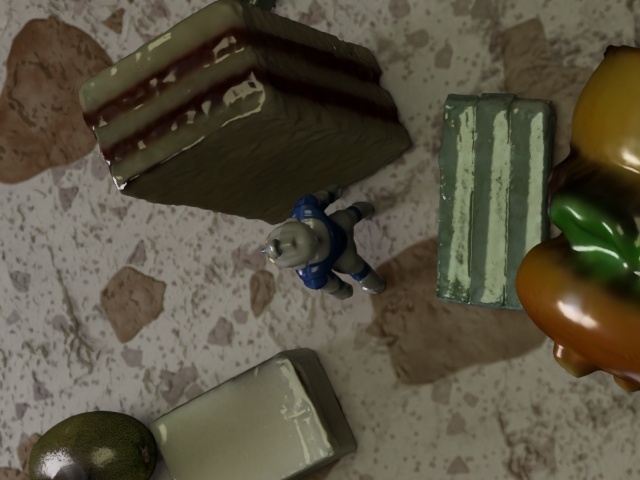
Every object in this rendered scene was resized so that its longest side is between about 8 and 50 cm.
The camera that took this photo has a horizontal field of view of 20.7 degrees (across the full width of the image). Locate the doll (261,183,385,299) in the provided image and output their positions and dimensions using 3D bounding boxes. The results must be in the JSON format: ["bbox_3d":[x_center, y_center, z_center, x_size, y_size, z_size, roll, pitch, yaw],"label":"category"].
[{"bbox_3d":[0.000,0.000,1.680,0.057,0.227,0.114,-5,86,22],"label":"doll"}]

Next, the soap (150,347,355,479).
[{"bbox_3d":[-0.071,0.198,1.785,0.183,0.064,0.121,-29,77,18],"label":"soap"}]

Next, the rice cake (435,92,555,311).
[{"bbox_3d":[0.171,-0.039,1.715,0.124,0.038,0.211,6,88,22],"label":"rice cake"}]

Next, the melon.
[{"bbox_3d":[-0.241,0.229,1.830,0.162,0.099,0.099,-13,81,37],"label":"melon"}]

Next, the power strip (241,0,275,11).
[{"bbox_3d":[-0.070,-0.358,1.822,0.145,0.061,0.215,32,98,25],"label":"power strip"}]

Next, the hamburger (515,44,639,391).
[{"bbox_3d":[0.360,0.024,1.449,0.396,0.396,0.277,20,93,22],"label":"hamburger"}]

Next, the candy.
[{"bbox_3d":[-0.066,-0.119,1.669,0.179,0.321,0.135,-32,72,22],"label":"candy"}]
